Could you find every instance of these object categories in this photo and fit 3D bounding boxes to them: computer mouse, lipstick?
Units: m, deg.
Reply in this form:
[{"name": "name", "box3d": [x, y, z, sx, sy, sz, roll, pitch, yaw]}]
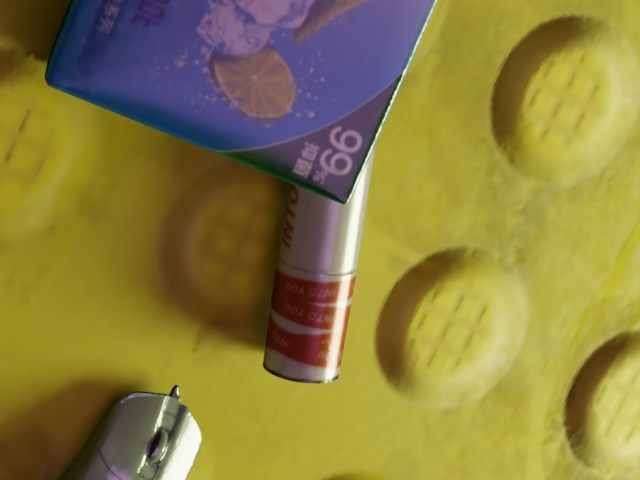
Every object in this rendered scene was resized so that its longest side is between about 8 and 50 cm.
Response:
[{"name": "computer mouse", "box3d": [-0.093, 0.118, 0.848, 0.056, 0.032, 0.110, 32, 92, -31]}, {"name": "lipstick", "box3d": [0.000, 0.000, 0.848, 0.038, 0.038, 0.131, 1, 106, -26]}]

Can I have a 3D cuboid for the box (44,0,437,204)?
[{"name": "box", "box3d": [-0.017, -0.132, 0.756, 0.139, 0.073, 0.194, 21, 98, -11]}]
